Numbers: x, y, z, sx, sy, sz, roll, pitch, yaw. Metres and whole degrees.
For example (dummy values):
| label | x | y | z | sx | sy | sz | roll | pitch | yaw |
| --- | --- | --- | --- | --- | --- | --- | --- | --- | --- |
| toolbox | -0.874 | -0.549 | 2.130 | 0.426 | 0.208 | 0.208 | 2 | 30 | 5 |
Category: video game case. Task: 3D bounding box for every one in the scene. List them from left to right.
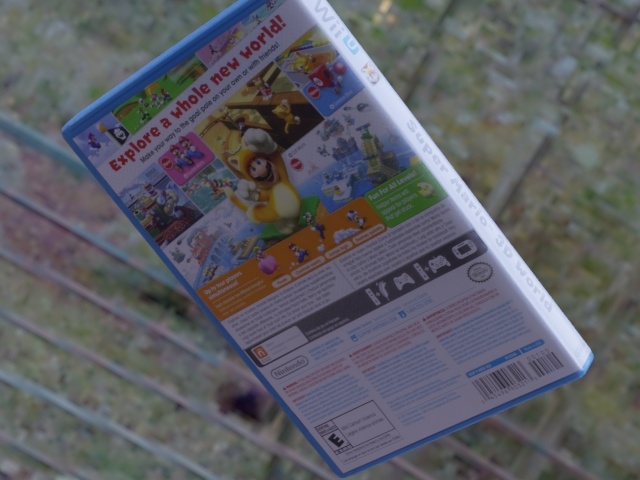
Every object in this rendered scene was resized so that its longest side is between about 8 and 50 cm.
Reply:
| label | x | y | z | sx | sy | sz | roll | pitch | yaw |
| --- | --- | --- | --- | --- | --- | --- | --- | --- | --- |
| video game case | 0.000 | 0.000 | 0.622 | 0.166 | 0.119 | 0.015 | 52 | 40 | -12 |
